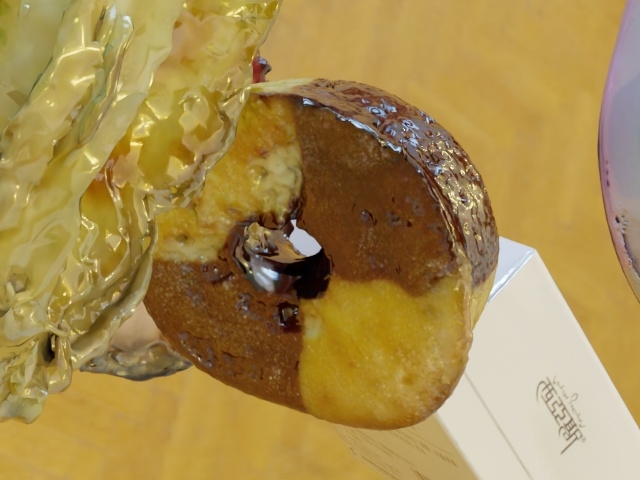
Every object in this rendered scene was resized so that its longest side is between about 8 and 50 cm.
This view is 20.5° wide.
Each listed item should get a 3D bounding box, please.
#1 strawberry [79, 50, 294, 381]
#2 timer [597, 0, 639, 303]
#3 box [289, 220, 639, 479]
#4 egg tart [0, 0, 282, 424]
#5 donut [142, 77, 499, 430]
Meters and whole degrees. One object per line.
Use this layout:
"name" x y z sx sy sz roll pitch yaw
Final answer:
"strawberry" -0.110 -0.036 1.097 0.190 0.111 0.236 10 102 -27
"timer" 0.173 -0.035 0.524 0.208 0.069 0.191 29 69 -33
"box" 0.075 0.084 1.187 0.116 0.274 0.203 -42 118 -14
"egg tart" -0.054 -0.058 0.418 0.090 0.212 0.212 29 59 -3
"donut" 0.000 0.000 0.805 0.073 0.184 0.166 -38 122 -49
